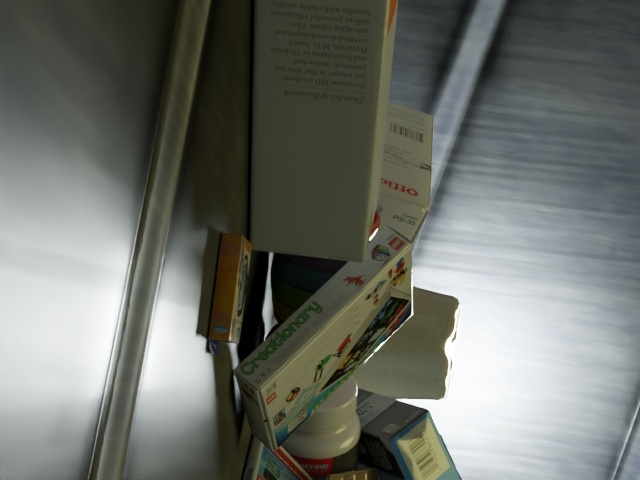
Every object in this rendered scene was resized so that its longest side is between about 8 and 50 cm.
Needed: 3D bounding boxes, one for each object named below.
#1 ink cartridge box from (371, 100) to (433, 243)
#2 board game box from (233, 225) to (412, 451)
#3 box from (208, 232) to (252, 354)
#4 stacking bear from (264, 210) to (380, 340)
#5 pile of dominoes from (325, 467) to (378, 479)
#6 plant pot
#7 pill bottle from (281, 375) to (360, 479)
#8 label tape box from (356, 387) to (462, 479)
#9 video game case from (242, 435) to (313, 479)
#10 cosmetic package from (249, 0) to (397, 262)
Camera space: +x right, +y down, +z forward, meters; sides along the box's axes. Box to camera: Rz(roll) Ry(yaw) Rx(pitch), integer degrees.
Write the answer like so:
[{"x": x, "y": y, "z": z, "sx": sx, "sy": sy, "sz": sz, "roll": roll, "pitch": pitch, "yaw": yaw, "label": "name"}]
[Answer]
[{"x": 0.071, "y": -0.123, "z": 1.936, "sx": 0.283, "sy": 0.207, "sz": 0.117, "roll": -81, "pitch": -169, "yaw": -51, "label": "ink cartridge box"}, {"x": 0.014, "y": 0.139, "z": 1.625, "sx": 0.305, "sy": 0.053, "sz": 0.193, "roll": -42, "pitch": 153, "yaw": -22, "label": "board game box"}, {"x": -0.103, "y": 0.064, "z": 1.325, "sx": 0.081, "sy": 0.028, "sz": 0.136, "roll": 59, "pitch": 35, "yaw": -82, "label": "box"}, {"x": -0.010, "y": 0.084, "z": 1.752, "sx": 0.175, "sy": 0.164, "sz": 0.289, "roll": -73, "pitch": 172, "yaw": -66, "label": "stacking bear"}, {"x": 0.040, "y": 0.471, "z": 1.882, "sx": 0.251, "sy": 0.040, "sz": 0.196, "roll": 21, "pitch": 70, "yaw": -67, "label": "pile of dominoes"}, {"x": 0.134, "y": 0.210, "z": 2.469, "sx": 0.334, "sy": 0.305, "sz": 0.334, "roll": 8, "pitch": 90, "yaw": -78, "label": "plant pot"}, {"x": -0.015, "y": 0.359, "z": 1.960, "sx": 0.161, "sy": 0.161, "sz": 0.283, "roll": -75, "pitch": 170, "yaw": -60, "label": "pill bottle"}, {"x": 0.106, "y": 0.396, "z": 2.101, "sx": 0.333, "sy": 0.106, "sz": 0.240, "roll": 7, "pitch": -54, "yaw": 57, "label": "label tape box"}, {"x": -0.059, "y": 0.451, "z": 1.723, "sx": 0.204, "sy": 0.025, "sz": 0.285, "roll": 51, "pitch": 31, "yaw": -29, "label": "video game case"}, {"x": 0.008, "y": -0.225, "z": 1.470, "sx": 0.230, "sy": 0.161, "sz": 0.453, "roll": -76, "pitch": 172, "yaw": -56, "label": "cosmetic package"}]
